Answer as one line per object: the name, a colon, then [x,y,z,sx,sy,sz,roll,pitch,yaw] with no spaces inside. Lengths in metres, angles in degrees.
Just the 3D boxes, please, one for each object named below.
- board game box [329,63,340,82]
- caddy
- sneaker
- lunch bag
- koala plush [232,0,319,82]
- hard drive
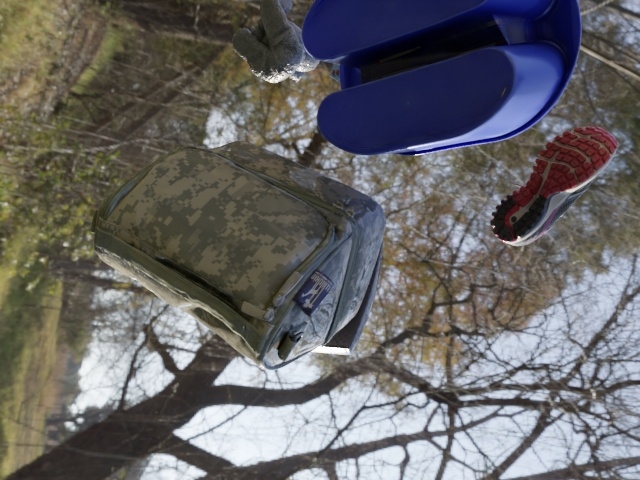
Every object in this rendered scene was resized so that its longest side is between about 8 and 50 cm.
board game box: [0.142,-0.337,1.239,0.211,0.160,0.039,46,-52,42]
caddy: [0.141,-0.233,0.707,0.341,0.179,0.241,-3,-79,41]
sneaker: [0.491,-0.113,1.172,0.299,0.112,0.121,-48,-127,22]
lunch bag: [-0.097,0.016,0.706,0.305,0.256,0.213,28,-61,21]
koala plush: [-0.077,-0.505,1.470,0.196,0.221,0.203,-41,-110,32]
hard drive: [0.022,0.092,1.009,0.172,0.054,0.255,-2,-132,27]
